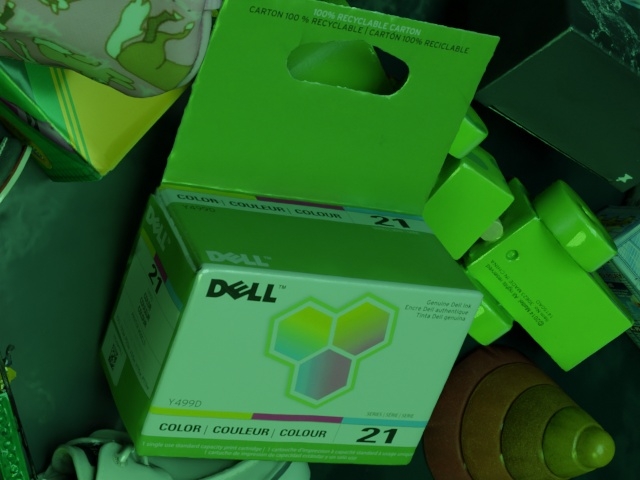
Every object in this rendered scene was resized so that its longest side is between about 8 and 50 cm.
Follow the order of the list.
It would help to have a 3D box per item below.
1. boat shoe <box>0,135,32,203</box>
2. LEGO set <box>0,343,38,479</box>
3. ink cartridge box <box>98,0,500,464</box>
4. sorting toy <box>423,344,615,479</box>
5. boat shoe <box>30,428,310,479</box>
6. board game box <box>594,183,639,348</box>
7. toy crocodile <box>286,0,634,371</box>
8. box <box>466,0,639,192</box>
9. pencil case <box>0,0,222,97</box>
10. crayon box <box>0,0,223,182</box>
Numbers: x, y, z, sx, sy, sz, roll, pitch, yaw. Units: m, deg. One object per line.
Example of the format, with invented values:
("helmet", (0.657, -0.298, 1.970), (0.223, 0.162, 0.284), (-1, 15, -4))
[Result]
("boat shoe", (-0.214, -0.008, 0.768), (0.043, 0.049, 0.137), (40, 82, -10))
("LEGO set", (-0.270, 0.080, 0.672), (0.255, 0.192, 0.331), (-22, 86, -34))
("ink cartridge box", (0.000, 0.000, 0.804), (0.188, 0.097, 0.255), (6, 120, -28))
("sorting toy", (0.208, 0.244, 1.007), (0.127, 0.126, 0.366), (-35, 109, -27))
("boat shoe", (-0.129, 0.155, 0.810), (0.267, 0.096, 0.088), (-20, 107, -22))
("board game box", (0.282, 0.006, 1.084), (0.194, 0.060, 0.194), (32, 75, -30))
("toy crocodile", (0.094, -0.029, 0.942), (0.115, 0.105, 0.340), (-42, 118, 17))
("box", (0.186, -0.144, 0.961), (0.156, 0.093, 0.158), (27, 48, -31))
("pencil case", (-0.228, -0.162, 0.588), (0.386, 0.167, 0.160), (7, 52, -30))
("crayon box", (-0.108, -0.188, 0.813), (0.165, 0.081, 0.278), (49, 67, -24))
